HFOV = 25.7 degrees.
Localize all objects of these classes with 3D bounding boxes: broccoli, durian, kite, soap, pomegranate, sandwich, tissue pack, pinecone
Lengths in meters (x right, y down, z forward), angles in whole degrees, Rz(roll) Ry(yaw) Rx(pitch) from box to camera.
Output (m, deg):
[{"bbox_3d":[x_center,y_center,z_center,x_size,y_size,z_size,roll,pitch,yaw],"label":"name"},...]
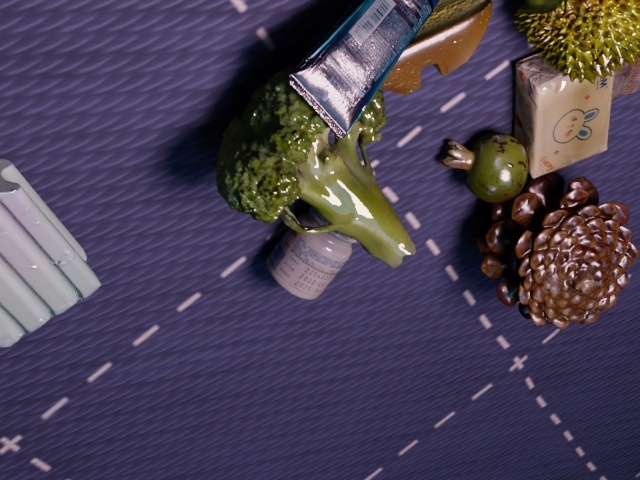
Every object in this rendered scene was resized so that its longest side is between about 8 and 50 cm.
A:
[{"bbox_3d":[-0.007,-0.123,1.986,0.302,0.186,0.254,24,73,-45],"label":"broccoli"},{"bbox_3d":[0.415,-0.332,2.052,0.237,0.200,0.176,-39,112,-11],"label":"durian"},{"bbox_3d":[0.539,-0.282,2.316,0.229,0.016,0.127,-13,138,-20],"label":"kite"},{"bbox_3d":[-0.437,0.005,1.866,0.173,0.095,0.289,-33,139,-1],"label":"soap"},{"bbox_3d":[0.259,-0.118,2.219,0.142,0.114,0.114,13,124,-12],"label":"pomegranate"},{"bbox_3d":[0.139,-0.275,1.991,0.244,0.090,0.088,-27,136,-9],"label":"sandwich"},{"bbox_3d":[0.383,-0.211,2.215,0.148,0.092,0.196,-22,137,-14],"label":"tissue pack"},{"bbox_3d":[0.371,0.010,2.309,0.264,0.264,0.264,-19,137,-18],"label":"pinecone"}]

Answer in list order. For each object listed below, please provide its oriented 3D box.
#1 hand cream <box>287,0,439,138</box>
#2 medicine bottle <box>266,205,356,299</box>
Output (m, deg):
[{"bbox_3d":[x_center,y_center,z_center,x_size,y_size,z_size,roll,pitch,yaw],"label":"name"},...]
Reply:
[{"bbox_3d":[0.072,-0.274,1.888,0.120,0.061,0.270,46,71,-29],"label":"hand cream"},{"bbox_3d":[0.000,0.000,2.150,0.105,0.105,0.168,17,118,-43],"label":"medicine bottle"}]
